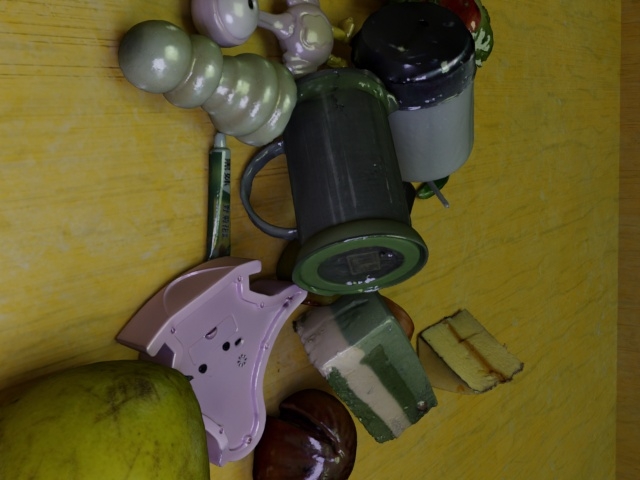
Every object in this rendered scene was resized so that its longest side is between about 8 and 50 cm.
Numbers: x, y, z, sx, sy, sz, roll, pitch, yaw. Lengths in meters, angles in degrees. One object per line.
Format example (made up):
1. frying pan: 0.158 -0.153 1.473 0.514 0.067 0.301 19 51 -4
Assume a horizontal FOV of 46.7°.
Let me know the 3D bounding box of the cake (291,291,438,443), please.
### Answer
1. cake: 0.095 0.228 1.240 0.158 0.172 0.283 -32 99 -1

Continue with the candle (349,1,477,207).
1. candle: 0.174 -0.243 1.358 0.221 0.221 0.342 -57 152 -33

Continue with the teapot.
1. teapot: 0.009 -0.098 1.152 0.200 0.270 0.337 69 11 -63

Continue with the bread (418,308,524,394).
1. bread: 0.353 0.257 1.698 0.240 0.178 0.135 -14 106 -50

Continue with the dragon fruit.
1. dragon fruit: 0.197 -0.449 1.442 0.269 0.198 0.200 -36 147 -45

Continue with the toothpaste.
1. toothpaste: -0.152 -0.060 1.115 0.049 0.031 0.204 -7 101 -51

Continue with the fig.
1. fig: 0.000 0.000 1.266 0.124 0.124 0.236 46 46 -45

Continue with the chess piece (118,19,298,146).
1. chess piece: -0.161 -0.226 1.016 0.243 0.133 0.133 18 79 -46

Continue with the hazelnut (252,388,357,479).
1. hazelnut: -0.019 0.353 1.217 0.204 0.178 0.178 -49 130 -27

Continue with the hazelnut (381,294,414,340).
1. hazelnut: 0.094 0.173 1.381 0.150 0.150 0.150 -7 99 -53

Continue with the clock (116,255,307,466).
1. clock: -0.130 0.160 1.110 0.290 0.080 0.275 -42 126 -37

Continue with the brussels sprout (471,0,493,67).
1. brussels sprout: 0.330 -0.471 1.677 0.139 0.100 0.181 5 100 -34

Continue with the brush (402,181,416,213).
1. brush: 0.169 -0.035 1.557 0.063 0.016 0.193 38 63 -47

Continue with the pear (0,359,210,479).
1. pear: -0.249 0.272 0.827 0.375 0.287 0.287 -52 132 -49

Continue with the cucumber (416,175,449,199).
1. cucumber: 0.261 -0.129 1.656 0.155 0.037 0.037 -43 126 -42

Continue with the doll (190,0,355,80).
1. doll: -0.078 -0.343 1.138 0.365 0.094 0.160 14 79 -54
